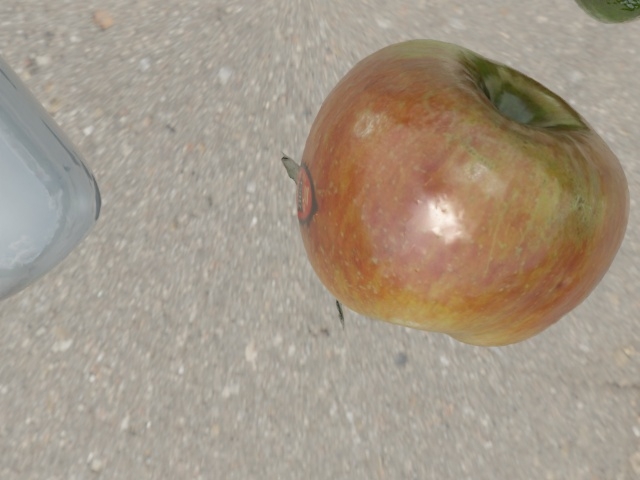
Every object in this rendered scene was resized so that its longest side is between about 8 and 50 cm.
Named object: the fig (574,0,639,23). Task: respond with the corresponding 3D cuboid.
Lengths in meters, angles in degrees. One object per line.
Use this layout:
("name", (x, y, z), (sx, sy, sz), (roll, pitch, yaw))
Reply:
("fig", (0.309, -0.354, 1.446), (0.203, 0.203, 0.235), (-40, 94, 7))

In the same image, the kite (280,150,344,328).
("kite", (0.001, -0.001, 1.426), (0.012, 0.250, 0.229), (-23, 129, 7))

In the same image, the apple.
("apple", (0.108, -0.027, 1.198), (0.277, 0.309, 0.250), (30, 110, -1))

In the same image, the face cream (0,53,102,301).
("face cream", (-0.226, -0.115, 0.533), (0.080, 0.163, 0.337), (-47, 108, -28))
